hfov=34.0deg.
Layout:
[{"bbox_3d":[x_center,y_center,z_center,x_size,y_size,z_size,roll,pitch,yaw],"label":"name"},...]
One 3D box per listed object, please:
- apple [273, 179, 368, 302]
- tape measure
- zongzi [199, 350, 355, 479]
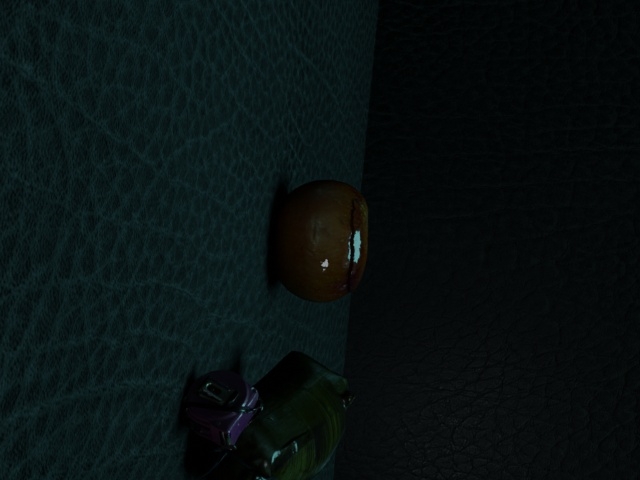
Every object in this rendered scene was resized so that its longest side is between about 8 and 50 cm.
[{"bbox_3d":[0.000,0.000,2.342,0.251,0.206,0.271,-90,-175,-73],"label":"apple"},{"bbox_3d":[-0.164,0.278,1.747,0.118,0.125,0.074,-54,154,-40],"label":"tape measure"},{"bbox_3d":[-0.138,0.458,1.975,0.432,0.208,0.403,-62,167,20],"label":"zongzi"}]
